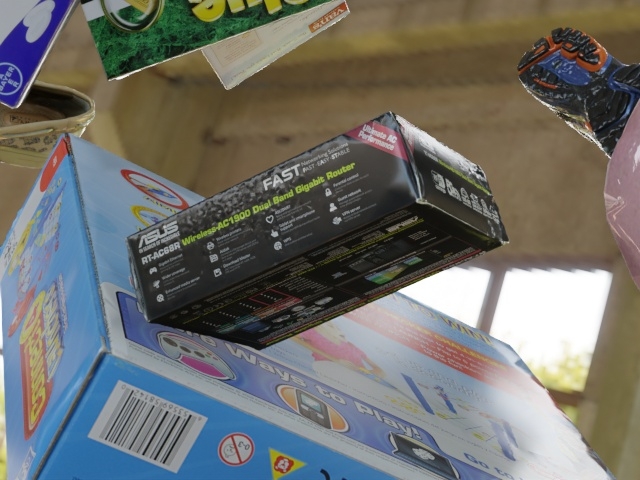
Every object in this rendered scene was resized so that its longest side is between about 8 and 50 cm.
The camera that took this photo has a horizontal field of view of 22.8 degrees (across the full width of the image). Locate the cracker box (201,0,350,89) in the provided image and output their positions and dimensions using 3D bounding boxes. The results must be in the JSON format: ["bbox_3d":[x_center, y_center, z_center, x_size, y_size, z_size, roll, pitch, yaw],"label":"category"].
[{"bbox_3d":[-0.069,-0.254,1.571,0.067,0.156,0.232,58,0,20],"label":"cracker box"}]

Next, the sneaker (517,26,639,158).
[{"bbox_3d":[0.254,-0.101,1.293,0.087,0.083,0.221,37,10,-40],"label":"sneaker"}]

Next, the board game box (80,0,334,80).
[{"bbox_3d":[-0.062,-0.223,1.178,0.260,0.136,0.030,-18,7,15],"label":"board game box"}]

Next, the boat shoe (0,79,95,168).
[{"bbox_3d":[-0.370,-0.143,1.615,0.285,0.104,0.089,4,-28,-38],"label":"boat shoe"}]

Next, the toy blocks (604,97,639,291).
[{"bbox_3d":[0.185,-0.051,0.329,0.309,0.288,0.260,61,-18,-17],"label":"toy blocks"}]

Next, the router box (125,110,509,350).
[{"bbox_3d":[0.000,0.000,0.619,0.122,0.038,0.092,-24,-21,20],"label":"router box"}]

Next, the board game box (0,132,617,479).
[{"bbox_3d":[-0.002,0.087,0.784,0.308,0.086,0.302,26,12,-19],"label":"board game box"}]

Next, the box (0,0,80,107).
[{"bbox_3d":[-0.220,-0.172,1.000,0.137,0.126,0.072,29,9,-10],"label":"box"}]
